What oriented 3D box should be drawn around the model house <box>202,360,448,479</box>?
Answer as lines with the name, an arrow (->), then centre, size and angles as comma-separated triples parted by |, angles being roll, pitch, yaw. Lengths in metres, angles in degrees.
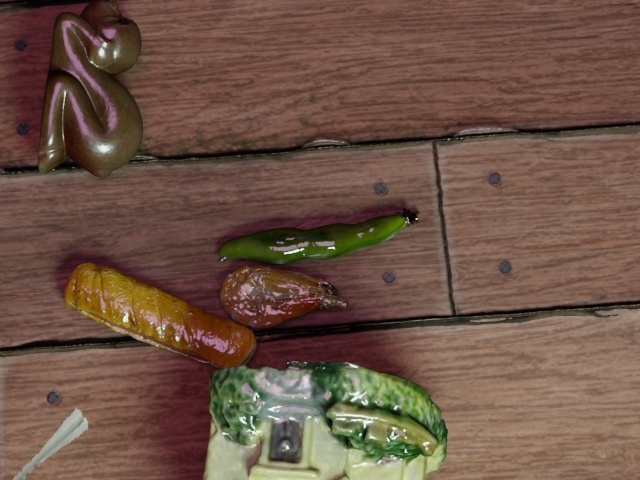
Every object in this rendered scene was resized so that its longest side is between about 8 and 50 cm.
model house -> -0.011, 0.324, 1.632 | 0.321, 0.261, 0.266 | 4, 58, 8

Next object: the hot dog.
hot dog -> -0.224, 0.105, 1.823 | 0.286, 0.061, 0.088 | 18, 65, 3

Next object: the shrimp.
shrimp -> -0.051, 0.080, 1.838 | 0.184, 0.043, 0.091 | 0, 75, 5

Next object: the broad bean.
broad bean -> 0.000, 0.001, 1.854 | 0.297, 0.043, 0.060 | -8, 51, -2

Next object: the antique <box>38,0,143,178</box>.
antique -> -0.323, -0.219, 1.875 | 0.143, 0.121, 0.257 | 4, 76, -6

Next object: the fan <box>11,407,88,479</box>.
fan -> -0.447, 0.364, 1.698 | 0.414, 0.012, 0.233 | -48, 60, 10
